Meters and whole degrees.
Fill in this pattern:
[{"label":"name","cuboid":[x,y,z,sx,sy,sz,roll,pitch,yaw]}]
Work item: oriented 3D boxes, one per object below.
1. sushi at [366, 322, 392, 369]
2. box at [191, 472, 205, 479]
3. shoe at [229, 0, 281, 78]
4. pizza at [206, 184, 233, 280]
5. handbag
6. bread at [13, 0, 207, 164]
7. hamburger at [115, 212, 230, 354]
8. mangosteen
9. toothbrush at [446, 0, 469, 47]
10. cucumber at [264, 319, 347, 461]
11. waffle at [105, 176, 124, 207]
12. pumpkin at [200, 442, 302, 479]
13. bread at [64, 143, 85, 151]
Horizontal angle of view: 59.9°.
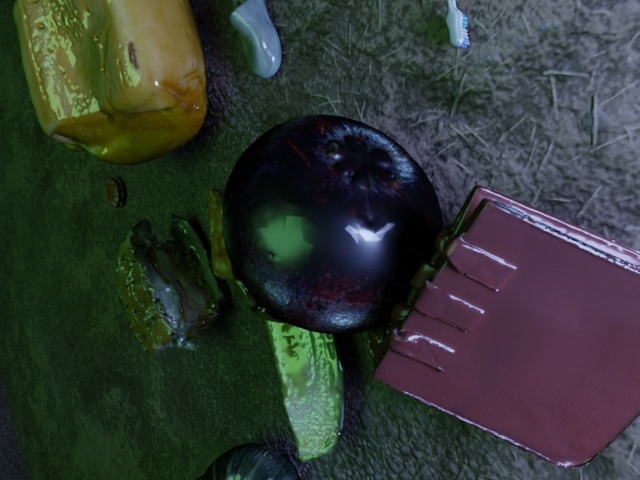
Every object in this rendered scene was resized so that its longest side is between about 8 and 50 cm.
[{"label":"sushi","cuboid":[0.102,0.166,0.838,0.055,0.052,0.120,-15,87,44]},{"label":"box","cuboid":[-0.201,0.642,1.125,0.294,0.193,0.167,47,132,29]},{"label":"shoe","cuboid":[-0.128,-0.376,0.957,0.079,0.078,0.195,-17,81,44]},{"label":"pizza","cuboid":[-0.166,-0.021,1.067,0.201,0.053,0.193,-18,85,56]},{"label":"handbag","cuboid":[0.223,0.099,0.592,0.276,0.084,0.260,23,120,-2]},{"label":"bread","cuboid":[-0.389,-0.349,1.096,0.361,0.250,0.394,-16,90,30]},{"label":"hamburger","cuboid":[-0.320,0.106,1.160,0.192,0.168,0.288,-44,67,38]},{"label":"mangosteen","cuboid":[0.011,-0.006,0.741,0.300,0.300,0.300,9,103,43]},{"label":"toothbrush","cuboid":[0.157,-0.396,0.707,0.030,0.030,0.303,-8,91,45]},{"label":"cucumber","cuboid":[-0.021,0.194,0.935,0.145,0.105,0.325,-14,87,18]},{"label":"waffle","cuboid":[-0.527,-0.121,1.423,0.075,0.029,0.083,24,116,42]},{"label":"pumpkin","cuboid":[-0.128,0.487,1.049,0.212,0.152,0.211,-2,82,16]},{"label":"bread","cuboid":[-0.528,-0.329,1.309,0.195,0.143,0.269,-2,92,39]}]
